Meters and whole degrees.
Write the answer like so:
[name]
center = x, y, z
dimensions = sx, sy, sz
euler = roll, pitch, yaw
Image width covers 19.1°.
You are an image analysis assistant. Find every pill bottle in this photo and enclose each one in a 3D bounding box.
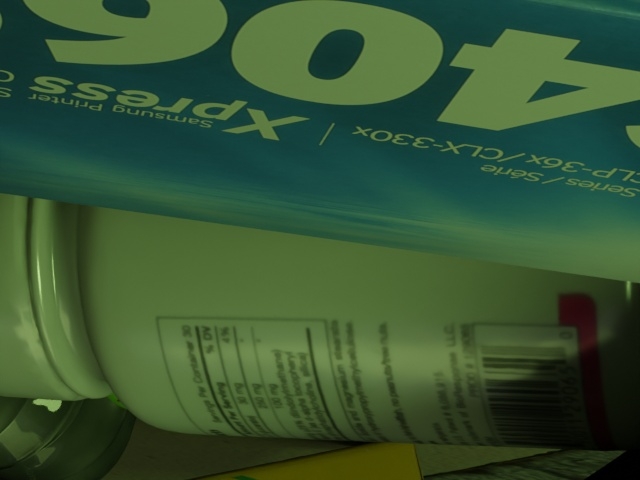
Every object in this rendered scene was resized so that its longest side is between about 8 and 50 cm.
[pill bottle]
center = 0.000, 0.000, 0.770
dimensions = 0.283, 0.160, 0.160
euler = 1, 159, 16

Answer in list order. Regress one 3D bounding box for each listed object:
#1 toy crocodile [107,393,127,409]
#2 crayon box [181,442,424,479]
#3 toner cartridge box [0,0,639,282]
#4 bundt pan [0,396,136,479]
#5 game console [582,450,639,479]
[toy crocodile]
center = -0.139, 0.013, 0.921
dimensions = 0.340, 0.115, 0.105
euler = 2, 155, 5
[crayon box]
center = -0.065, 0.199, 1.275
dimensions = 0.323, 0.083, 0.203
euler = -9, 171, -22
[toner cartridge box]
center = 0.053, -0.050, 0.426
dimensions = 0.348, 0.075, 0.165
euler = 8, 164, -9
[bundt pan]
center = -0.257, 0.080, 1.129
dimensions = 0.331, 0.124, 0.331
euler = 5, 160, 2
[game console]
center = 0.264, 0.059, 0.686
dimensions = 0.342, 0.060, 0.386
euler = -21, -179, 42
